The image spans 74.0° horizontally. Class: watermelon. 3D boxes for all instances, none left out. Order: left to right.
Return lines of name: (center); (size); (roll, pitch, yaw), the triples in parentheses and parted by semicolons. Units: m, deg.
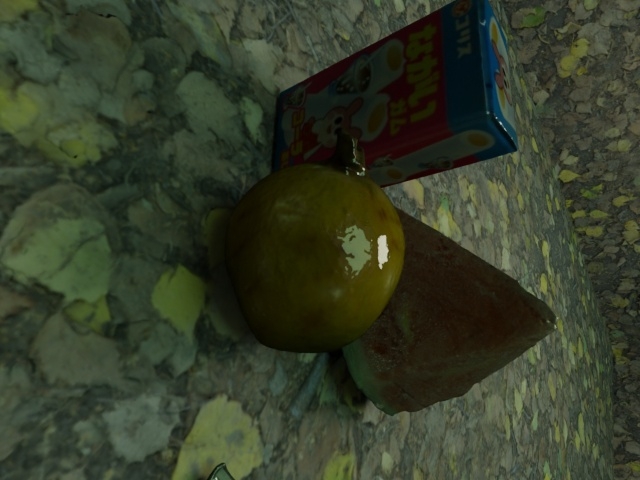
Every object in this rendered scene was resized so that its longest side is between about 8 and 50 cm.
watermelon: (0.141, 0.090, 0.624); (0.250, 0.292, 0.283); (31, 54, -6)

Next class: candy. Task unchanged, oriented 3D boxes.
candy: (0.079, -0.158, 0.549); (0.100, 0.306, 0.157); (21, 65, -46)

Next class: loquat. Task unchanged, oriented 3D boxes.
loquat: (0.000, 0.000, 0.473); (0.213, 0.213, 0.246); (-14, 131, -50)

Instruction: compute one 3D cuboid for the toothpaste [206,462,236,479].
toothpaste: (-0.145, 0.337, 0.365); (0.069, 0.047, 0.268); (44, 45, -9)
